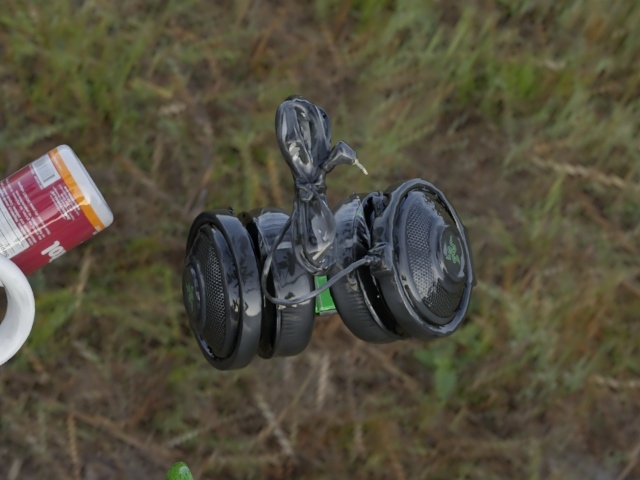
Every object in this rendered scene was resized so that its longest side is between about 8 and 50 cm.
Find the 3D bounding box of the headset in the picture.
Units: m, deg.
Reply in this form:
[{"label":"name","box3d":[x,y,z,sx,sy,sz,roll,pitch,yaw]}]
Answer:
[{"label":"headset","box3d":[0.000,0.000,1.343,0.243,0.185,0.394,-9,-4,2]}]

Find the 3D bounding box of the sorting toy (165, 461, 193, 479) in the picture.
[{"label":"sorting toy","box3d":[-0.107,0.182,1.085,0.042,0.102,0.061,-9,71,-18]}]

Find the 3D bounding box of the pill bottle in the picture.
[{"label":"pill bottle","box3d":[-0.269,-0.013,1.501,0.152,0.086,0.086,-32,57,-3]}]

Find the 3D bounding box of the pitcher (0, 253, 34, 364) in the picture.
[{"label":"pitcher","box3d":[-0.247,0.026,0.794,0.207,0.177,0.125,-32,30,-18]}]
